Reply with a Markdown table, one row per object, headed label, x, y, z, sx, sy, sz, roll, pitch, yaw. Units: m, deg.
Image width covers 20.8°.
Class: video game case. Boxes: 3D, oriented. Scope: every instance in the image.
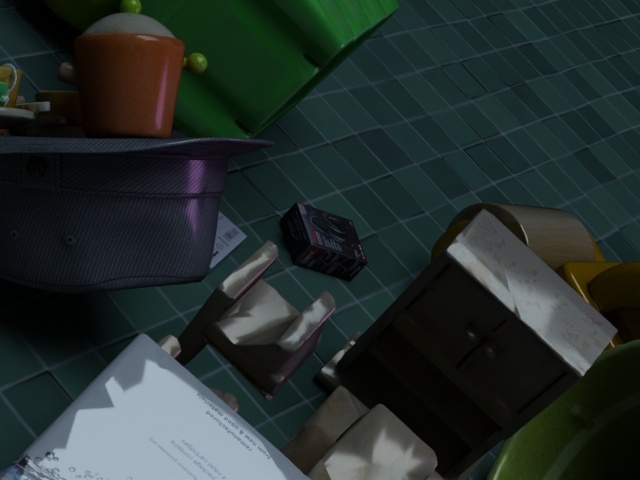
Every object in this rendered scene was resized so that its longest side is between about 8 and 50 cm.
| label | x | y | z | sx | sy | sz | roll | pitch | yaw |
| --- | --- | --- | --- | --- | --- | --- | --- | --- | --- |
| video game case | -0.133 | -0.027 | 1.659 | 0.122 | 0.011 | 0.087 | 42 | 30 | 2 |

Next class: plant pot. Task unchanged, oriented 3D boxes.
| label | x | y | z | sx | sy | sz | roll | pitch | yaw |
| --- | --- | --- | --- | --- | --- | --- | --- | --- | --- |
| plant pot | 0.324 | 0.273 | 1.586 | 0.254 | 0.276 | 0.276 | 42 | 27 | -24 |

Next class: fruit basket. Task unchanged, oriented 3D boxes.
| label | x | y | z | sx | sy | sz | roll | pitch | yaw |
| --- | --- | --- | --- | --- | --- | --- | --- | --- | --- |
| fruit basket | -0.136 | -0.280 | 1.743 | 0.392 | 0.283 | 0.392 | 41 | 21 | -19 |

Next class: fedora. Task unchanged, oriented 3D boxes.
| label | x | y | z | sx | sy | sz | roll | pitch | yaw |
| --- | --- | --- | --- | --- | --- | --- | --- | --- | --- |
| fedora | -0.176 | -0.022 | 1.405 | 0.275 | 0.124 | 0.244 | 2 | 2 | 6 |

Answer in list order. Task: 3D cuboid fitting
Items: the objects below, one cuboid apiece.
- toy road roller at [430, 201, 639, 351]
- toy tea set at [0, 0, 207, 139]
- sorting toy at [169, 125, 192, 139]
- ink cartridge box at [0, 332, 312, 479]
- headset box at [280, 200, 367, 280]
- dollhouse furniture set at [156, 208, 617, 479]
| label | x | y | z | sx | sy | sz | roll | pitch | yaw |
| --- | --- | --- | --- | --- | --- | --- | --- | --- | --- |
| toy road roller | 0.295 | 0.070 | 1.783 | 0.202 | 0.240 | 0.329 | 3 | 53 | -49 |
| toy tea set | -0.267 | -0.152 | 1.471 | 0.336 | 0.200 | 0.124 | 3 | 89 | -45 |
| sorting toy | -0.149 | -0.102 | 1.714 | 0.075 | 0.045 | 0.083 | 30 | 12 | 6 |
| ink cartridge box | -0.144 | 0.216 | 1.095 | 0.168 | 0.171 | 0.232 | 41 | 48 | 2 |
| headset box | 0.000 | 0.000 | 1.759 | 0.083 | 0.032 | 0.062 | 20 | 36 | -36 |
| dollhouse furniture set | 0.033 | 0.189 | 1.430 | 0.362 | 0.256 | 0.394 | 43 | 50 | 3 |
